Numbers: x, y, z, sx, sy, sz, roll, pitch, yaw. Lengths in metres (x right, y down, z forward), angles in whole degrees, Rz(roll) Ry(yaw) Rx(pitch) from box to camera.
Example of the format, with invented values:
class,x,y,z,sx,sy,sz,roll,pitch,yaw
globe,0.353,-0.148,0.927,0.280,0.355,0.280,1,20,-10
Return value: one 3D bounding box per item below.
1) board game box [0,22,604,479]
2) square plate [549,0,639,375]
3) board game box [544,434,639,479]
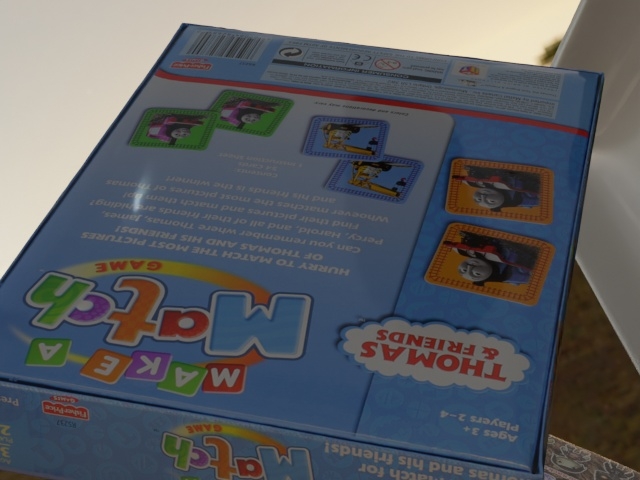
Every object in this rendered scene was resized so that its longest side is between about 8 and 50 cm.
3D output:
class,x,y,z,sx,sy,sz,roll,pitch,yaw
board game box,0.000,0.000,0.443,0.160,0.039,0.211,9,35,11
square plate,0.223,-0.018,0.609,0.049,0.347,0.344,-13,-31,-21
board game box,0.117,0.289,0.920,0.141,0.232,0.291,21,21,20
